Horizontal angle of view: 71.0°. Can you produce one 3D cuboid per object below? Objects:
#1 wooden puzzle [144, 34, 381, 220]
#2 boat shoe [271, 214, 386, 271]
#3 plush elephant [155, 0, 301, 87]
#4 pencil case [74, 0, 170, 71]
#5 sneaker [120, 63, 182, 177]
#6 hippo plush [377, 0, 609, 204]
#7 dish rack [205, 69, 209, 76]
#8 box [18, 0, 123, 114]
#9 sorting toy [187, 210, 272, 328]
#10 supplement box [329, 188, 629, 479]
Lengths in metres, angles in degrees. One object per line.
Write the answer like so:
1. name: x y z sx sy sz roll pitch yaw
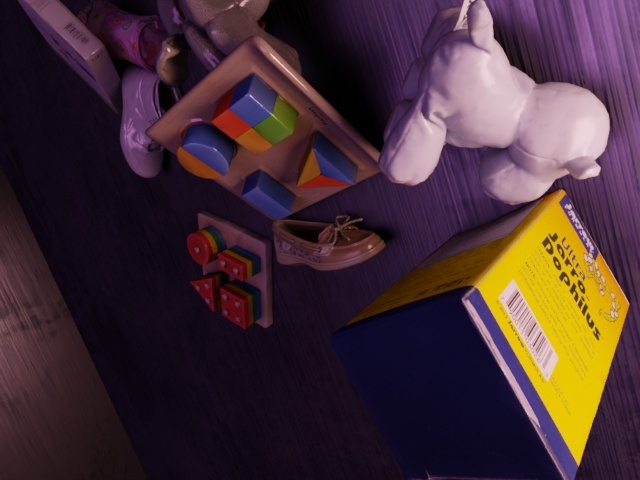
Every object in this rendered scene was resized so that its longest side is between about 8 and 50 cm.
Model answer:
1. wooden puzzle: -0.101 -0.145 0.791 0.347 0.081 0.322 -17 140 42
2. boat shoe: 0.000 0.000 0.899 0.285 0.104 0.089 -2 111 43
3. plush elephant: -0.175 -0.394 0.762 0.255 0.329 0.272 -151 69 -70
4. pencil case: -0.460 -0.487 1.060 0.284 0.124 0.124 30 128 30
5. sneaker: -0.421 -0.281 1.136 0.169 0.108 0.293 26 125 34
6. hippo plush: 0.234 -0.178 0.574 0.236 0.234 0.294 21 146 -4
7. dish rack: -0.161 -0.281 0.927 0.271 0.074 0.208 41 131 20
8. box: -0.589 -0.460 1.087 0.232 0.058 0.322 45 166 -6
9. sorting toy: -0.248 0.086 1.174 0.255 0.089 0.257 23 124 32
10. supplement box: 0.221 0.102 0.572 0.194 0.356 0.195 -30 90 46
